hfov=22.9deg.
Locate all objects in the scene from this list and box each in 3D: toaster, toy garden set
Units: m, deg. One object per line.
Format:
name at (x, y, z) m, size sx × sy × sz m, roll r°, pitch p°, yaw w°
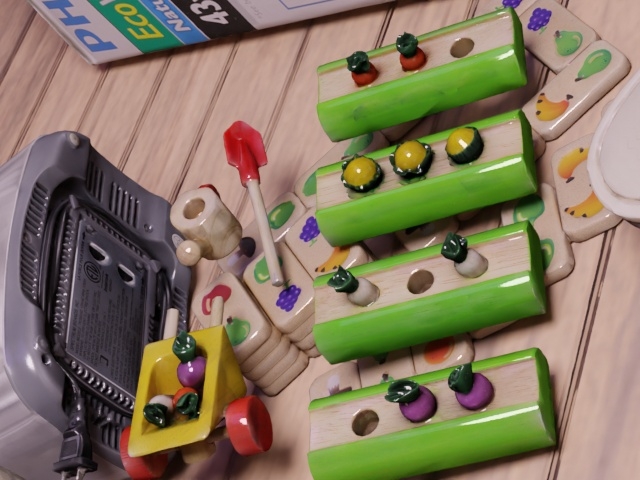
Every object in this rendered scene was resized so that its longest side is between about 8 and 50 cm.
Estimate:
toaster at (-0.158, 0.062, 0.838) m, size 0.146 × 0.129 × 0.227 m, roll -29°, pitch 42°, yaw 26°
toy garden set at (0.000, 0.000, 0.751) m, size 0.204 × 0.049 × 0.244 m, roll -15°, pitch 51°, yaw 21°

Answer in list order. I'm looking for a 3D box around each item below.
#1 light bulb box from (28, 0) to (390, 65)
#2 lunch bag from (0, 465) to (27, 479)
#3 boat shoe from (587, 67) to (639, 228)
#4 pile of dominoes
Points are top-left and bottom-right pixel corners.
light bulb box at (-0.027, -0.331, 0.991) m, size 0.361 × 0.225 × 0.358 m, roll -6°, pitch 51°, yaw 40°
lunch bag at (-0.147, 0.269, 0.563) m, size 0.305 × 0.212 × 0.256 m, roll -47°, pitch 39°, yaw 2°
boat shoe at (0.265, -0.098, 0.633) m, size 0.335 × 0.095 × 0.112 m, roll -39°, pitch 40°, yaw 16°
pile of dominoes at (0.048, -0.023, 0.792) m, size 0.251 × 0.040 × 0.196 m, roll -43°, pitch 37°, yaw 4°
